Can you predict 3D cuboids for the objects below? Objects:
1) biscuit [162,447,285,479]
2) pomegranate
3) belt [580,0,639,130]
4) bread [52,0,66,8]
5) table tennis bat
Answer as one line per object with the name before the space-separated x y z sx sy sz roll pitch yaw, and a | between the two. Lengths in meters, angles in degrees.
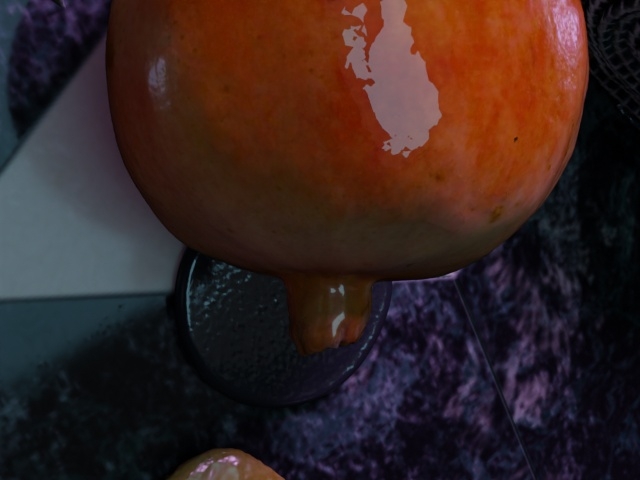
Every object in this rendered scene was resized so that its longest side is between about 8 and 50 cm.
biscuit | -0.022 0.235 0.698 0.247 0.029 0.118 43 75 -24
pomegranate | 0.011 -0.075 0.563 0.252 0.229 0.270 -1 82 -20
belt | 0.292 -0.144 0.726 0.295 0.207 0.160 39 75 -27
bread | -0.177 -0.164 0.478 0.142 0.224 0.211 16 102 -21
table tennis bat | 0.000 0.000 0.690 0.150 0.027 0.236 36 80 -25
